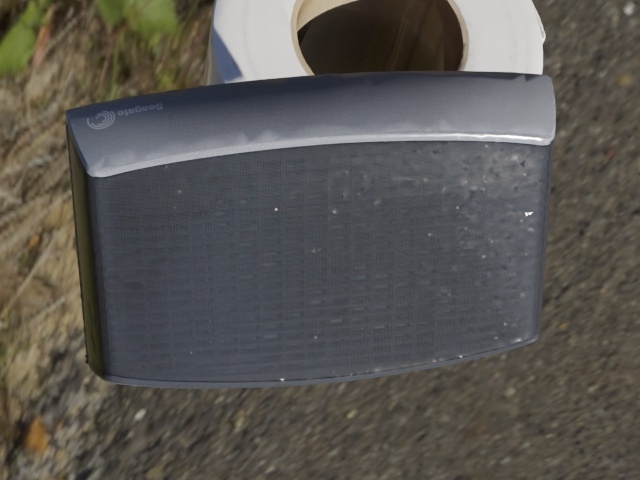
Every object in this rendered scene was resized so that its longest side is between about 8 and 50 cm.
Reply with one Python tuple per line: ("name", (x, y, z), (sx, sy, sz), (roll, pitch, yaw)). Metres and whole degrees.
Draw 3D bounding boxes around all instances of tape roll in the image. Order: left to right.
("tape roll", (0.031, -0.113, 1.163), (0.246, 0.169, 0.246), (3, 65, -7))

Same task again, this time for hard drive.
("hard drive", (0.000, 0.000, 0.803), (0.254, 0.054, 0.172), (-5, 120, -9))
